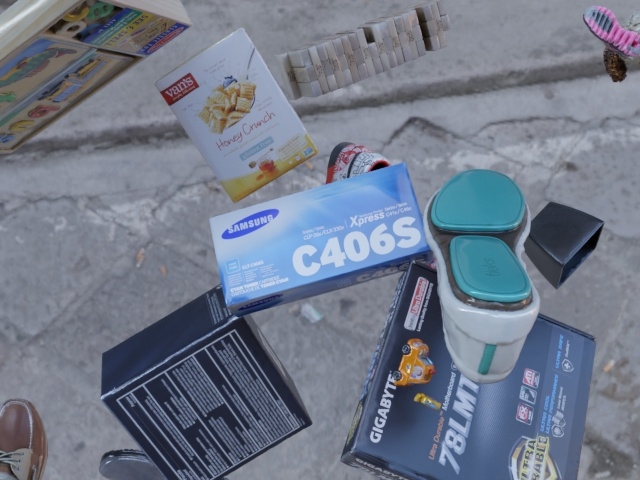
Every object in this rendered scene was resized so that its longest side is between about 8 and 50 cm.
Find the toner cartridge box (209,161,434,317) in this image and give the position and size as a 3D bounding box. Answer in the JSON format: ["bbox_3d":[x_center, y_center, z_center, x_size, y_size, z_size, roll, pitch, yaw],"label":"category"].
[{"bbox_3d":[0.000,0.000,1.244,0.347,0.075,0.165,-16,67,4],"label":"toner cartridge box"}]

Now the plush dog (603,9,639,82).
[{"bbox_3d":[0.663,-0.385,1.397,0.225,0.262,0.211,-1,66,-26],"label":"plush dog"}]

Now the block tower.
[{"bbox_3d":[0.088,-0.364,1.409,0.335,0.091,0.097,-25,21,-18],"label":"block tower"}]

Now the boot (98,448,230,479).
[{"bbox_3d":[-0.379,0.620,1.695,0.338,0.118,0.223,12,50,6],"label":"boot"}]

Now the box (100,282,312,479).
[{"bbox_3d":[-0.224,0.289,1.448,0.294,0.296,0.183,-31,25,-4],"label":"box"}]

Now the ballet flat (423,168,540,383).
[{"bbox_3d":[0.189,0.033,0.905,0.139,0.139,0.400,6,25,7],"label":"ballet flat"}]

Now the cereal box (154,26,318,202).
[{"bbox_3d":[-0.137,-0.206,1.233,0.173,0.240,0.047,-31,19,8],"label":"cereal box"}]

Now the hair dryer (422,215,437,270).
[{"bbox_3d":[0.200,0.071,1.346,0.080,0.223,0.294,-23,62,25],"label":"hair dryer"}]

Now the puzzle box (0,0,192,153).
[{"bbox_3d":[-0.413,-0.244,1.082,0.408,0.272,0.052,-29,89,20],"label":"puzzle box"}]

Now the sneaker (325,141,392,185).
[{"bbox_3d":[0.065,-0.048,1.438,0.090,0.270,0.145,0,17,-35],"label":"sneaker"}]

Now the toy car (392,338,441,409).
[{"bbox_3d":[0.126,0.159,0.867,0.040,0.122,0.060,21,76,35],"label":"toy car"}]

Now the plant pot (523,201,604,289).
[{"bbox_3d":[0.700,0.001,2.194,0.167,0.187,0.188,40,78,25],"label":"plant pot"}]

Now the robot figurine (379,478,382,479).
[{"bbox_3d":[0.194,0.424,1.225,0.211,0.291,0.085,25,70,6],"label":"robot figurine"}]

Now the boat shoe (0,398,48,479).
[{"bbox_3d":[-0.634,0.479,1.521,0.123,0.116,0.325,-3,64,-10],"label":"boat shoe"}]

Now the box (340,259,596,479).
[{"bbox_3d":[0.209,0.212,1.005,0.293,0.073,0.296,24,59,-2],"label":"box"}]

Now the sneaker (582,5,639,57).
[{"bbox_3d":[0.479,-0.342,1.234,0.119,0.057,0.047,35,89,-9],"label":"sneaker"}]
